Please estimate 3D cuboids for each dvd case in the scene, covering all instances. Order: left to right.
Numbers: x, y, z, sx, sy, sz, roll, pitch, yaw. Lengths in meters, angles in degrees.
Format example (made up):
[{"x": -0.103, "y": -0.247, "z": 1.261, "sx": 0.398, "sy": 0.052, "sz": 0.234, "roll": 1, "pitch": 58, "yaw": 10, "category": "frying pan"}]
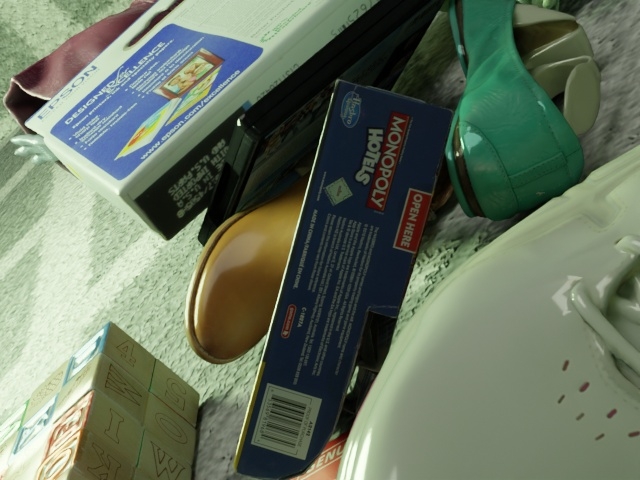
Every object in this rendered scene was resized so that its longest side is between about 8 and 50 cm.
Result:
[{"x": -0.003, "y": -0.085, "z": 0.952, "sx": 0.180, "sy": 0.022, "sz": 0.253, "roll": -41, "pitch": -5, "yaw": -19, "category": "dvd case"}]

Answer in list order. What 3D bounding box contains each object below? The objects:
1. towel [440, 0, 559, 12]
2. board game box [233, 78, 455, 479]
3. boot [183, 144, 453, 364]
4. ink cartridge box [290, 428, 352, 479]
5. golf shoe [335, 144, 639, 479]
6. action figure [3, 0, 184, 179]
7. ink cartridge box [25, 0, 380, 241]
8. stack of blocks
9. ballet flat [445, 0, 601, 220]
[{"x": 0.152, "y": -0.322, "z": 1.007, "sx": 0.248, "sy": 0.038, "sz": 0.325, "roll": -139, "pitch": 59, "yaw": -70, "category": "towel"}, {"x": 0.019, "y": 0.017, "z": 0.734, "sx": 0.194, "sy": 0.060, "sz": 0.194, "roll": -41, "pitch": -33, "yaw": -82, "category": "board game box"}, {"x": 0.000, "y": 0.000, "z": 0.888, "sx": 0.197, "sy": 0.073, "sz": 0.152, "roll": -55, "pitch": 23, "yaw": -16, "category": "boot"}, {"x": 0.042, "y": 0.113, "z": 0.576, "sx": 0.296, "sy": 0.066, "sz": 0.261, "roll": -35, "pitch": 23, "yaw": 32, "category": "ink cartridge box"}, {"x": 0.124, "y": -0.004, "z": 0.391, "sx": 0.306, "sy": 0.115, "sz": 0.140, "roll": -37, "pitch": -18, "yaw": -30, "category": "golf shoe"}, {"x": -0.153, "y": -0.218, "z": 1.385, "sx": 0.275, "sy": 0.248, "sz": 0.370, "roll": -22, "pitch": 34, "yaw": 51, "category": "action figure"}, {"x": -0.079, "y": -0.150, "z": 1.127, "sx": 0.303, "sy": 0.072, "sz": 0.307, "roll": -44, "pitch": 25, "yaw": -8, "category": "ink cartridge box"}, {"x": -0.170, "y": 0.198, "z": 0.832, "sx": 0.171, "sy": 0.087, "sz": 0.297, "roll": -41, "pitch": 20, "yaw": 18, "category": "stack of blocks"}, {"x": 0.122, "y": -0.091, "z": 0.816, "sx": 0.087, "sy": 0.083, "sz": 0.247, "roll": -15, "pitch": 28, "yaw": 14, "category": "ballet flat"}]
